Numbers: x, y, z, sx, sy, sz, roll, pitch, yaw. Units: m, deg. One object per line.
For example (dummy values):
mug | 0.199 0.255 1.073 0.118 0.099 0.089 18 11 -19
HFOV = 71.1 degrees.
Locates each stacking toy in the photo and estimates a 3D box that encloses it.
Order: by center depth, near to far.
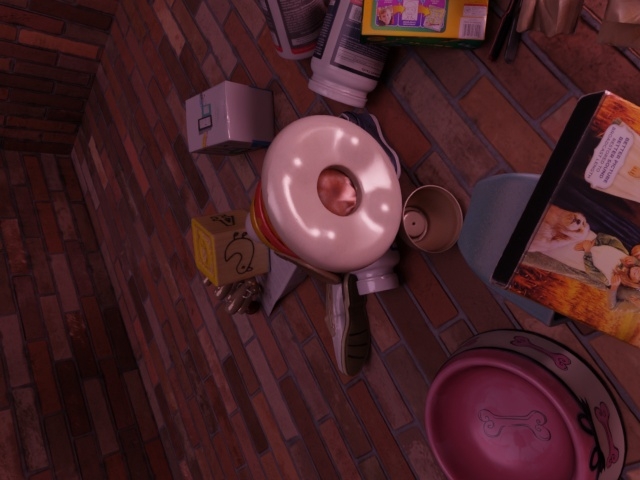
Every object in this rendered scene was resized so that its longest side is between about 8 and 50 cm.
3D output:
stacking toy | -0.063 -0.065 1.134 0.480 0.351 0.350 -22 77 57

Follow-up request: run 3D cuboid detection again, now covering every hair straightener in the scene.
hair straightener | 0.443 -0.494 0.955 0.089 0.047 0.230 32 110 38

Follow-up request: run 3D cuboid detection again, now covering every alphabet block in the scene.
alphabet block | -0.303 0.018 1.515 0.193 0.197 0.192 28 126 49

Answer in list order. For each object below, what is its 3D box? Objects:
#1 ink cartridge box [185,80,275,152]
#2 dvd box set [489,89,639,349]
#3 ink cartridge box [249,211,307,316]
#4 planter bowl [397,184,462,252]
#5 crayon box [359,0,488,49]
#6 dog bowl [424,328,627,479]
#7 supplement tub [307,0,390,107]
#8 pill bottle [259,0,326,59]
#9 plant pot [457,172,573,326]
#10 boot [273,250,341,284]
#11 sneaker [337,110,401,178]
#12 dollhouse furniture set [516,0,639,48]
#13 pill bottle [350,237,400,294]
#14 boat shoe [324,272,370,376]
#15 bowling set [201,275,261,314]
ink cartridge box | -0.326 -0.424 1.606 0.270 0.198 0.197 -1 93 46
dvd box set | 0.506 0.013 0.664 0.062 0.420 0.307 -116 50 -81
ink cartridge box | -0.170 0.051 1.593 0.308 0.091 0.385 60 146 23
planter bowl | 0.251 -0.047 1.109 0.109 0.162 0.162 166 98 -71
crayon box | 0.233 -0.535 1.017 0.279 0.081 0.165 5 98 4
dog bowl | 0.409 0.407 0.974 0.408 0.150 0.407 3 95 45
supplement tub | 0.087 -0.515 1.194 0.191 0.191 0.272 39 119 36
pill bottle | -0.085 -0.691 1.252 0.176 0.176 0.318 43 164 34
plant pot | 0.422 -0.013 0.874 0.252 0.247 0.247 30 114 46
boot | 0.000 0.000 1.343 0.248 0.090 0.207 28 72 25
sneaker | 0.116 -0.251 1.208 0.086 0.163 0.226 -38 68 38
dollhouse furniture set | 0.592 -0.529 0.727 0.362 0.256 0.394 32 136 39
pill bottle | 0.129 0.006 1.219 0.152 0.152 0.272 -18 80 44
boat shoe | 0.074 0.243 1.329 0.103 0.113 0.302 -7 77 46
bowling set | -0.291 0.173 1.660 0.287 0.200 0.154 34 89 44
